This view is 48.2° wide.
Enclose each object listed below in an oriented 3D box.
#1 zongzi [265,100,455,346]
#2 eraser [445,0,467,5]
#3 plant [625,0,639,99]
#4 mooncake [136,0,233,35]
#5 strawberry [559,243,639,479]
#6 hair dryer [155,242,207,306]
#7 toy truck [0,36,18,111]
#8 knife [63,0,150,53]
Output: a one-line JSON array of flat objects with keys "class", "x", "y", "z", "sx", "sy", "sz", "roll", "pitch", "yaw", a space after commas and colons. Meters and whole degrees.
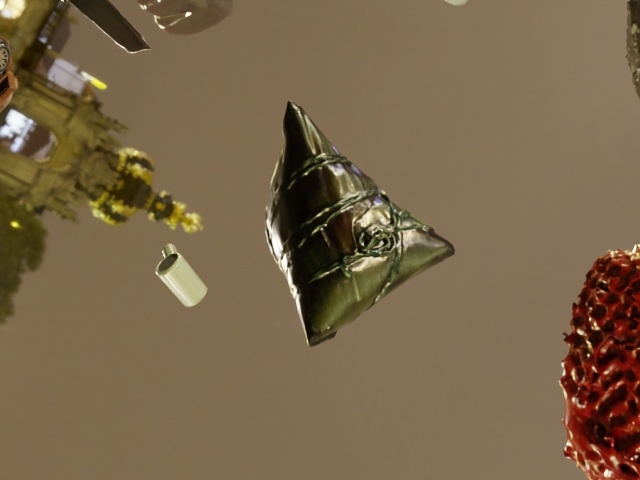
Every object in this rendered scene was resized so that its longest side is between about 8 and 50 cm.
[{"class": "zongzi", "x": 0.000, "y": 0.000, "z": 1.324, "sx": 0.383, "sy": 0.319, "sz": 0.362, "roll": 57, "pitch": -25, "yaw": 19}, {"class": "eraser", "x": 0.366, "y": -0.698, "z": 1.697, "sx": 0.227, "sy": 0.081, "sz": 0.174, "roll": 103, "pitch": 12, "yaw": -69}, {"class": "plant", "x": 0.670, "y": -0.388, "z": 1.303, "sx": 0.213, "sy": 0.215, "sz": 0.312, "roll": -2, "pitch": -128, "yaw": 24}, {"class": "mooncake", "x": -0.274, "y": -0.509, "z": 1.353, "sx": 0.133, "sy": 0.245, "sz": 0.245, "roll": -20, "pitch": -133, "yaw": 17}, {"class": "strawberry", "x": 0.328, "y": 0.153, "z": 0.689, "sx": 0.188, "sy": 0.286, "sz": 0.106, "roll": -14, "pitch": -174, "yaw": 3}, {"class": "hair dryer", "x": -0.185, "y": 0.033, "z": 0.917, "sx": 0.038, "sy": 0.063, "sz": 0.124, "roll": -35, "pitch": -150, "yaw": -4}, {"class": "toy truck", "x": -0.399, "y": -0.139, "z": 0.741, "sx": 0.092, "sy": 0.083, "sz": 0.192, "roll": 100, "pitch": 10, "yaw": -50}, {"class": "knife", "x": -0.294, "y": -0.303, "z": 0.885, "sx": 0.028, "sy": 0.230, "sz": 0.060, "roll": -43, "pitch": 170, "yaw": -35}]
